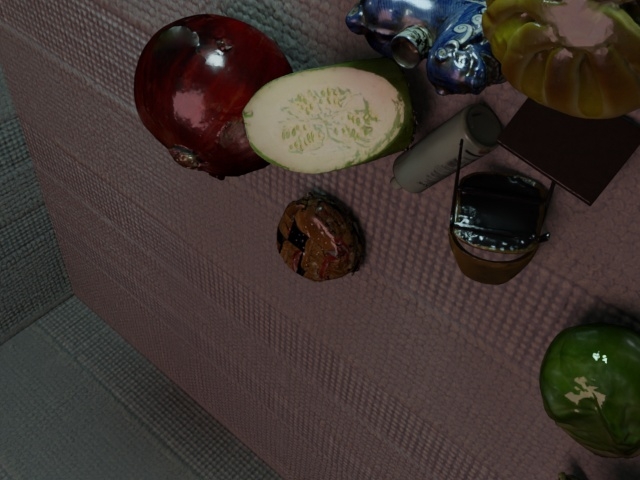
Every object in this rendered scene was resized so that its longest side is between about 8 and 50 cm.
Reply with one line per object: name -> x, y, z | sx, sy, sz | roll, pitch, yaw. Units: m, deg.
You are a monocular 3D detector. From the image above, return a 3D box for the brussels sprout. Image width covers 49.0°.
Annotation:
brussels sprout -> 0.490, 0.253, 1.200 | 0.244, 0.244, 0.244 | 31, 142, 28

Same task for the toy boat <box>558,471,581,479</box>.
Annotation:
toy boat -> 0.586, 0.610, 1.519 | 0.293, 0.108, 0.099 | 57, 179, 1

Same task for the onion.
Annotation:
onion -> -0.204, -0.296, 1.393 | 0.341, 0.341, 0.341 | 31, 142, 28

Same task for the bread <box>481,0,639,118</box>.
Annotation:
bread -> 0.336, -0.299, 0.824 | 0.332, 0.160, 0.333 | 15, 123, 23

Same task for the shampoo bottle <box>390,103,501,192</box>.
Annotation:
shampoo bottle -> 0.205, -0.148, 1.249 | 0.085, 0.085, 0.262 | 53, 147, -3

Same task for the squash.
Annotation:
squash -> 0.014, -0.211, 1.230 | 0.189, 0.260, 0.189 | 165, 90, -74

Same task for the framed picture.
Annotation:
framed picture -> 0.365, -0.150, 1.032 | 0.168, 0.128, 0.023 | 39, -175, 18

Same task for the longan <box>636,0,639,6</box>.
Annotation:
longan -> 0.441, -0.325, 0.514 | 0.435, 0.404, 0.404 | 8, 132, 17

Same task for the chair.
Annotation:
chair -> 0.293, -0.036, 1.165 | 0.158, 0.173, 0.247 | 10, 167, 12

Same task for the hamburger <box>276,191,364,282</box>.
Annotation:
hamburger -> 0.000, 0.000, 1.627 | 0.231, 0.106, 0.231 | 27, 133, 34

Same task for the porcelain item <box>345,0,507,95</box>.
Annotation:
porcelain item -> 0.168, -0.305, 1.052 | 0.288, 0.186, 0.138 | 32, 146, 26
